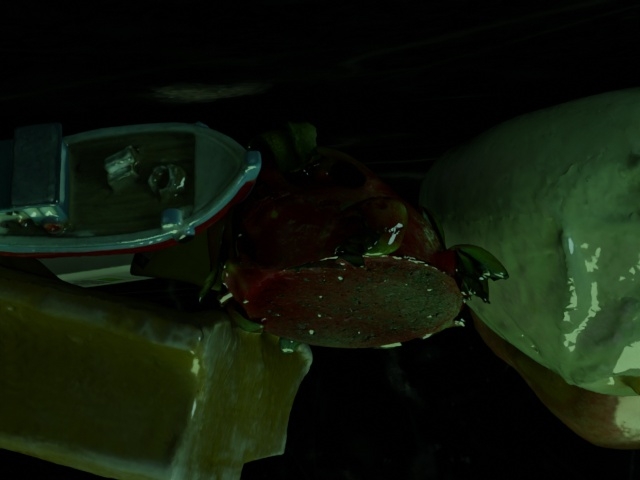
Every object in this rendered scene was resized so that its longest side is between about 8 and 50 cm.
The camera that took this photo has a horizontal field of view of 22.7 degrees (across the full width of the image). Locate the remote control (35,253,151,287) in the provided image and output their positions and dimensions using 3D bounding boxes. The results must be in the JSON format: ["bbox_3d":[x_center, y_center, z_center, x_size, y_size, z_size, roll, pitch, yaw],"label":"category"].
[{"bbox_3d":[-0.228,0.024,1.342,0.250,0.034,0.103,-7,173,23],"label":"remote control"}]

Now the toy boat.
[{"bbox_3d":[-0.113,-0.029,0.835,0.172,0.069,0.059,-4,157,8],"label":"toy boat"}]

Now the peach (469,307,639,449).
[{"bbox_3d":[0.222,0.049,1.185,0.235,0.214,0.214,-2,177,42],"label":"peach"}]

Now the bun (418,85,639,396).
[{"bbox_3d":[0.207,0.009,0.926,0.283,0.179,0.283,-7,174,-1],"label":"bun"}]

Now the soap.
[{"bbox_3d":[-0.173,0.075,1.078,0.281,0.143,0.259,11,178,17],"label":"soap"}]

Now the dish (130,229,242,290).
[{"bbox_3d":[-0.039,0.000,1.023,0.148,0.080,0.207,11,177,-34],"label":"dish"}]

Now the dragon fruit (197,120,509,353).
[{"bbox_3d":[0.000,0.000,0.870,0.142,0.175,0.138,-18,150,-25],"label":"dragon fruit"}]
